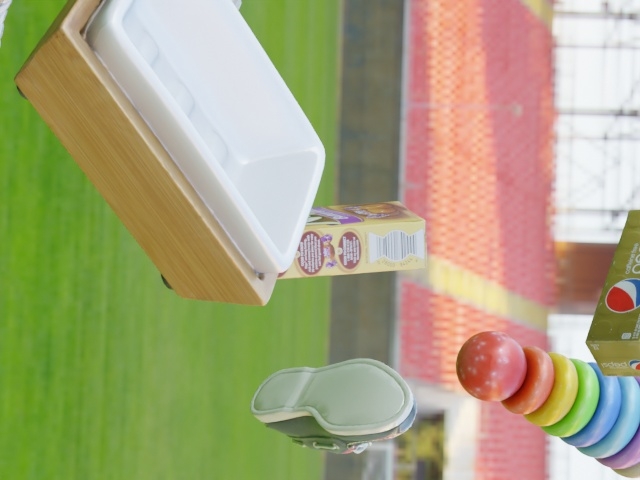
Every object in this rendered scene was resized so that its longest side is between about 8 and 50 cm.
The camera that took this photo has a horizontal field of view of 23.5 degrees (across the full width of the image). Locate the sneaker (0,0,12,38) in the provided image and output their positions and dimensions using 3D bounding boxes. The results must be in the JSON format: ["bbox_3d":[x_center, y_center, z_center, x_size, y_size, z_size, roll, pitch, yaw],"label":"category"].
[{"bbox_3d":[-0.419,-0.269,1.729,0.086,0.132,0.229,58,-47,31],"label":"sneaker"}]

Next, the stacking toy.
[{"bbox_3d":[0.314,0.196,1.996,0.141,0.330,0.141,-38,-141,39],"label":"stacking toy"}]

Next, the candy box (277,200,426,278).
[{"bbox_3d":[0.000,0.000,1.493,0.109,0.186,0.053,-136,-139,-75],"label":"candy box"}]

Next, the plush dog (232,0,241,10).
[{"bbox_3d":[-0.189,-0.307,1.502,0.211,0.225,0.262,-57,172,-46],"label":"plush dog"}]

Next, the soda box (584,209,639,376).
[{"bbox_3d":[0.327,0.050,1.562,0.058,0.061,0.181,56,46,-35],"label":"soda box"}]

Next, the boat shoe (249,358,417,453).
[{"bbox_3d":[0.033,0.234,2.096,0.099,0.319,0.116,46,61,-27],"label":"boat shoe"}]

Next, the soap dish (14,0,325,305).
[{"bbox_3d":[-0.123,-0.108,1.319,0.291,0.118,0.229,55,27,-24],"label":"soap dish"}]
